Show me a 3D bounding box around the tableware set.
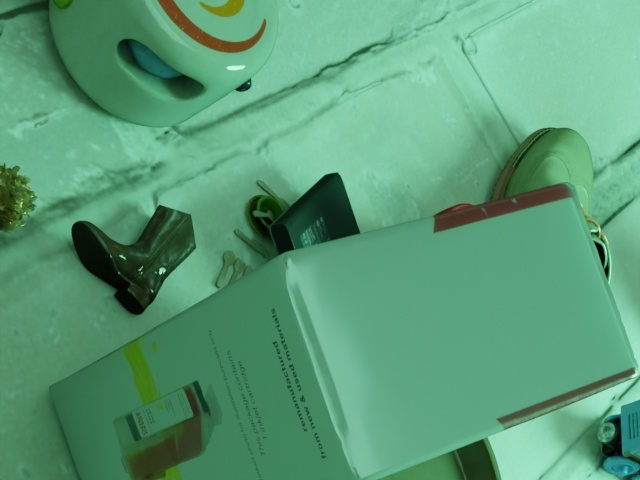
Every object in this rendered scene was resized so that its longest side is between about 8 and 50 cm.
[{"bbox_3d":[-0.040,0.016,1.461,0.104,0.024,0.154,41,45,-22],"label":"tableware set"}]

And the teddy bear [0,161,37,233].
[{"bbox_3d":[-0.328,-0.048,1.148,0.245,0.113,0.338,37,47,-28],"label":"teddy bear"}]

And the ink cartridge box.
[{"bbox_3d":[0.004,0.107,1.157,0.279,0.385,0.160,-15,83,-36],"label":"ink cartridge box"}]

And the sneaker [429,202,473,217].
[{"bbox_3d":[0.137,0.016,1.539,0.221,0.128,0.087,-10,80,-57],"label":"sneaker"}]

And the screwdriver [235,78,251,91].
[{"bbox_3d":[-0.099,-0.228,1.543,0.024,0.025,0.170,7,56,-42],"label":"screwdriver"}]

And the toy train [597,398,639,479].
[{"bbox_3d":[0.402,0.245,1.711,0.184,0.105,0.080,30,51,-30],"label":"toy train"}]

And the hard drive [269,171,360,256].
[{"bbox_3d":[0.000,0.000,1.477,0.135,0.022,0.094,-45,120,-55],"label":"hard drive"}]

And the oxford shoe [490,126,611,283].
[{"bbox_3d":[0.276,0.009,1.682,0.140,0.146,0.397,37,47,-24],"label":"oxford shoe"}]

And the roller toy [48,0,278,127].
[{"bbox_3d":[-0.140,-0.216,1.394,0.209,0.146,0.191,-21,85,-49],"label":"roller toy"}]

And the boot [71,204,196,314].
[{"bbox_3d":[-0.164,-0.005,1.339,0.106,0.037,0.114,58,43,-24],"label":"boot"}]

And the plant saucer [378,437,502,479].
[{"bbox_3d":[0.073,0.238,1.441,0.278,0.041,0.278,23,54,-36],"label":"plant saucer"}]
